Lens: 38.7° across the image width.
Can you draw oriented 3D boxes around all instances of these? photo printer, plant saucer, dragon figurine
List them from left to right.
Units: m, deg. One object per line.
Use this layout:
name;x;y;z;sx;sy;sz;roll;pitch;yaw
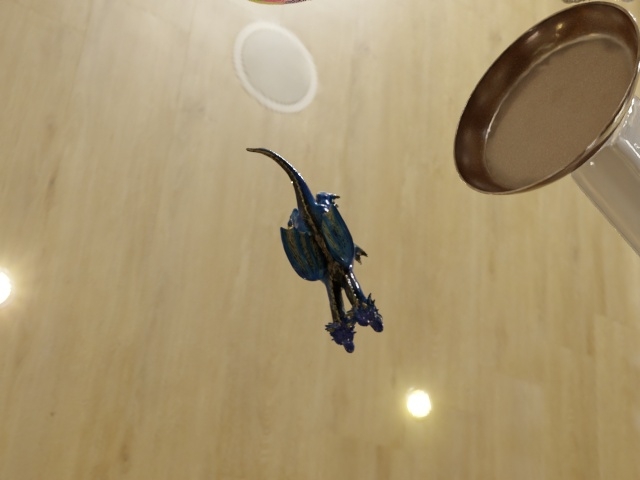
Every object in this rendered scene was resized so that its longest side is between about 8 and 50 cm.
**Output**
dragon figurine;0.000;0.000;1.174;0.144;0.085;0.289;-84;-31;-77
plant saucer;0.314;-0.187;1.251;0.050;0.310;0.311;32;-124;-29
photo printer;0.554;-0.069;1.486;0.307;0.107;0.256;47;-142;-6

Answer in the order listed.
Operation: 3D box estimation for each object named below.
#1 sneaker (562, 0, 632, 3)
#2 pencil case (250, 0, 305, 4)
sneaker;0.367;-0.354;1.258;0.152;0.061;0.053;35;-138;31
pencil case;-0.025;-0.290;0.652;0.104;0.104;0.237;-10;-68;-39
